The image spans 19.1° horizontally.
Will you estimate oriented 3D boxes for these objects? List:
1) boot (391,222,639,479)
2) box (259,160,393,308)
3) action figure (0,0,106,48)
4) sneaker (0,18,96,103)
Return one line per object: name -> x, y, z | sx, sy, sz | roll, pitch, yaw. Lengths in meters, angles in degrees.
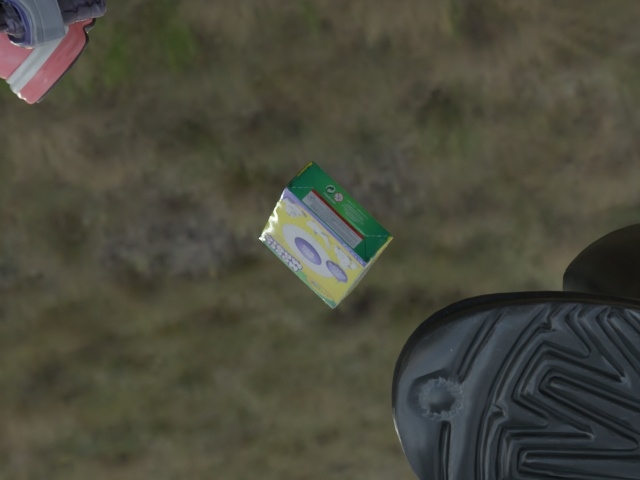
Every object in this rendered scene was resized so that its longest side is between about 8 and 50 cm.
boot -> 0.211, 0.060, 1.154 | 0.367, 0.146, 0.445 | 12, -165, -4
box -> 0.000, 0.000, 1.778 | 0.043, 0.105, 0.179 | -45, 175, -18
action figure -> -0.278, -0.118, 1.206 | 0.185, 0.099, 0.285 | 11, -137, 44
sneaker -> -0.258, -0.278, 1.718 | 0.136, 0.314, 0.116 | 28, 141, -24
